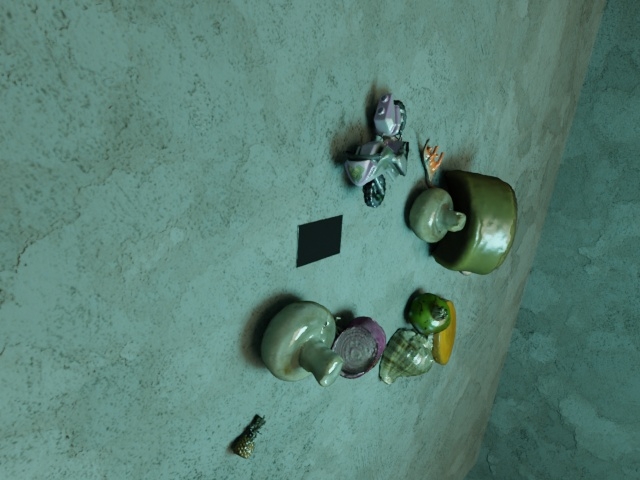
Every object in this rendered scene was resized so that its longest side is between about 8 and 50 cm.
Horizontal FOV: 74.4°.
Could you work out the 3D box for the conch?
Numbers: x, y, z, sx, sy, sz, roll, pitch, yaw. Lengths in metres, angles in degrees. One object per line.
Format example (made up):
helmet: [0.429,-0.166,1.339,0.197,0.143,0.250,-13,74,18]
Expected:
conch: [0.382,0.489,1.762,0.291,0.159,0.210,-48,137,-22]

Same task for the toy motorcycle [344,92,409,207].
toy motorcycle: [0.165,-0.264,1.199,0.188,0.143,0.327,23,81,-51]

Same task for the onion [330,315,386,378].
onion: [0.128,0.355,1.409,0.200,0.200,0.207,14,83,-50]

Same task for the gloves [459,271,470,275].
gloves: [0.677,0.063,1.946,0.145,0.126,0.241,-29,134,-7]

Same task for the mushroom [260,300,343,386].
mushroom: [-0.031,0.293,1.154,0.243,0.243,0.244,-23,123,-41]

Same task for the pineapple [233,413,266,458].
pineapple: [-0.203,0.563,1.224,0.124,0.058,0.058,-62,142,-30]

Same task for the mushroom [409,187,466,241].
mushroom: [0.431,-0.085,1.534,0.204,0.204,0.204,-23,123,-41]

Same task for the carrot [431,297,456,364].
carrot: [0.550,0.412,1.941,0.258,0.100,0.307,-24,116,-57]

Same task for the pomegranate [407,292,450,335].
pomegranate: [0.460,0.301,1.730,0.180,0.209,0.180,4,74,-16]

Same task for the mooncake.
mooncake: [0.600,-0.064,1.686,0.394,0.246,0.393,109,-17,-61]

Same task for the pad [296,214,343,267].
pad: [0.000,0.000,1.233,0.190,0.004,0.127,-17,119,-45]

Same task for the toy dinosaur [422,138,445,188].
toy dinosaur: [0.408,-0.281,1.538,0.101,0.055,0.279,-52,140,-5]
